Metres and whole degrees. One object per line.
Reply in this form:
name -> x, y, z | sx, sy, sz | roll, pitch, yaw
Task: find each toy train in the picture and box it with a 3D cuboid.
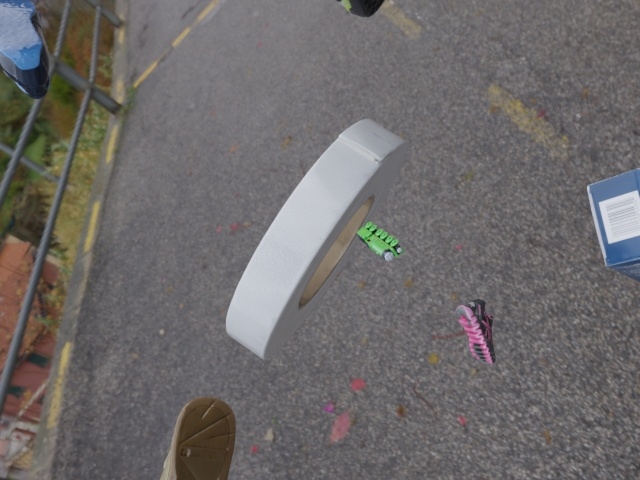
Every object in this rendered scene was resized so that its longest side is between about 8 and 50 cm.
toy train -> 0.061, 0.001, 0.612 | 0.024, 0.017, 0.083 | -39, 25, -3

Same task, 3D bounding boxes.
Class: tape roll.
tape roll -> 0.000, 0.000, 0.890 | 0.072, 0.392, 0.392 | 33, 85, 9

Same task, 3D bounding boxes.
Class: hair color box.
hair color box -> 0.677, -0.007, 1.210 | 0.105, 0.347, 0.173 | -21, 64, 40

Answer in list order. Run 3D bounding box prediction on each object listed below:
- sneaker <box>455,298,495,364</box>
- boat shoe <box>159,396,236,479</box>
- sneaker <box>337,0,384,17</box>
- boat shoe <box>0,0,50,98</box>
sneaker -> 0.271, 0.150, 0.980 | 0.057, 0.119, 0.047 | -30, 16, -25
boat shoe -> -0.193, 0.406, 0.854 | 0.110, 0.122, 0.341 | 115, 169, -51
sneaker -> 0.012, -0.312, 0.605 | 0.097, 0.234, 0.084 | 37, 86, 14
boat shoe -> -0.486, -0.306, 0.931 | 0.109, 0.089, 0.258 | -13, 45, -16
